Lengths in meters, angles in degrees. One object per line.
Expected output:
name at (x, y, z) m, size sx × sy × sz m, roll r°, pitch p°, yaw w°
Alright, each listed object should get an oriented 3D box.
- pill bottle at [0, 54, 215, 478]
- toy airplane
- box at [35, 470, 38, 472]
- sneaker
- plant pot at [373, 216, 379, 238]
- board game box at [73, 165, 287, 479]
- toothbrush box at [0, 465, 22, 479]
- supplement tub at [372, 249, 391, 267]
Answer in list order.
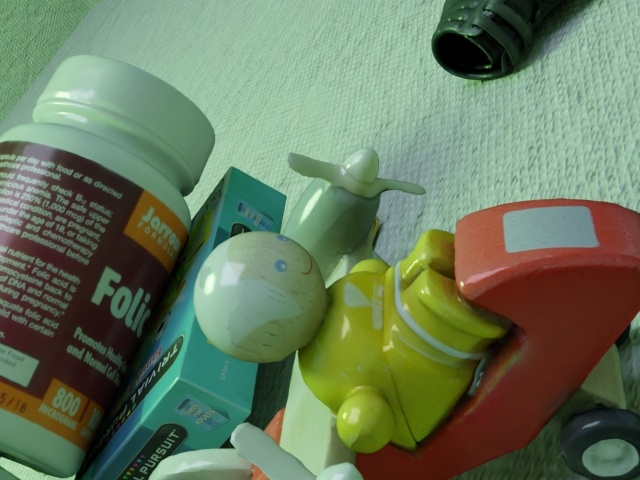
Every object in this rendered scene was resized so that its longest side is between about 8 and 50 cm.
pill bottle at (-0.269, 0.022, 1.093) m, size 0.224 × 0.224 × 0.392 m, roll -7°, pitch 55°, yaw 54°
toy airplane at (0.004, 0.103, 0.744) m, size 0.384 × 0.272 × 0.386 m, roll -53°, pitch 26°, yaw -13°
box at (-0.330, 0.149, 1.340) m, size 0.127 × 0.148 × 0.232 m, roll -27°, pitch 30°, yaw 37°
sneaker at (0.235, -0.267, 1.147) m, size 0.296 × 0.104 × 0.147 m, roll -27°, pitch 33°, yaw 47°
plant pot at (0.000, 0.000, 1.138) m, size 0.083 × 0.081 × 0.081 m, roll -35°, pitch 26°, yaw 45°
board game box at (-0.148, 0.114, 1.116) m, size 0.254 × 0.079 × 0.336 m, roll -50°, pitch 19°, yaw 32°
toothbrush box at (-0.396, 0.301, 1.150) m, size 0.283 × 0.206 × 0.122 m, roll -5°, pitch 48°, yaw 54°
supplement tub at (0.018, 0.025, 1.033) m, size 0.071 × 0.107 × 0.071 m, roll -36°, pitch 27°, yaw 21°
